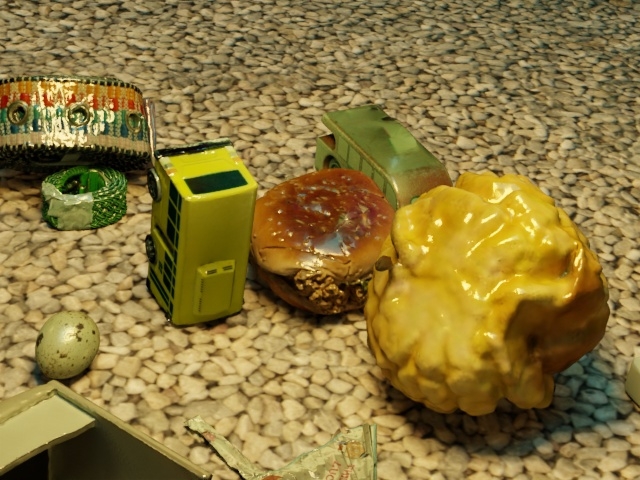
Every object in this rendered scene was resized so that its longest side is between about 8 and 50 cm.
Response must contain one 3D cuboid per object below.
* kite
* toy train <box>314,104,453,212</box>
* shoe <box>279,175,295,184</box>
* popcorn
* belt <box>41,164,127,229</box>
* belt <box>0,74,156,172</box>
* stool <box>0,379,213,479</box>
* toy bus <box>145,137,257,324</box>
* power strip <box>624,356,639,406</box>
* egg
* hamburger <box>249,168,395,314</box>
[{"bbox_3d":[-0.057,0.319,1.598,0.406,0.014,0.368,-22,41,-36],"label":"kite"},{"bbox_3d":[0.111,-0.110,2.171,0.129,0.159,0.326,-14,38,-23],"label":"toy train"},{"bbox_3d":[-0.042,-0.044,2.132,0.099,0.071,0.169,21,34,13],"label":"shoe"},{"bbox_3d":[0.240,0.087,1.770,0.349,0.349,0.382,37,5,40],"label":"popcorn"},{"bbox_3d":[-0.394,-0.079,2.124,0.151,0.079,0.121,-18,39,-31],"label":"belt"},{"bbox_3d":[-0.423,-0.208,2.175,0.295,0.160,0.207,-2,-10,-11],"label":"belt"},{"bbox_3d":[-0.301,0.316,1.403,0.270,0.170,0.243,25,33,30],"label":"stool"},{"bbox_3d":[-0.177,-0.004,1.874,0.128,0.262,0.150,-12,43,-25],"label":"toy bus"},{"bbox_3d":[0.626,0.180,1.867,0.385,0.062,0.091,-11,38,-22],"label":"power strip"},{"bbox_3d":[-0.352,0.146,1.768,0.085,0.085,0.110,11,47,10],"label":"egg"},{"bbox_3d":[0.000,0.000,1.974,0.243,0.146,0.286,15,43,11],"label":"hamburger"}]
